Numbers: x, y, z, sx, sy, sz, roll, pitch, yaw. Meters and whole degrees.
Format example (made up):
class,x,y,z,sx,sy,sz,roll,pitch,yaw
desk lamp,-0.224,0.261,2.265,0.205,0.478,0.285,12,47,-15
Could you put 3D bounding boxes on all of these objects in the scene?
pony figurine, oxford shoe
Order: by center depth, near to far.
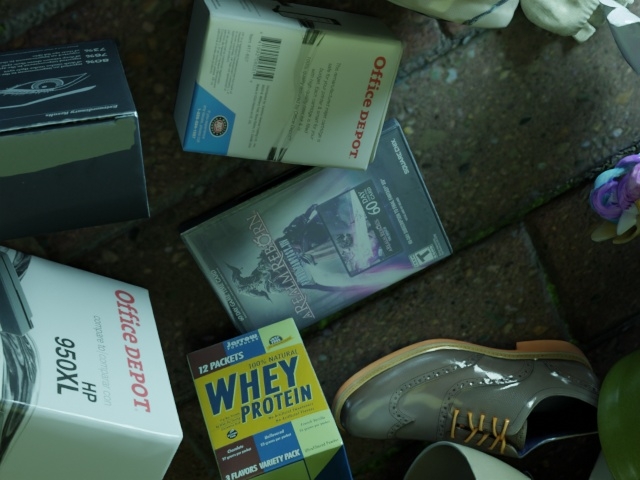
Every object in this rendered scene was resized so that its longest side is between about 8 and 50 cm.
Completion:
class,x,y,z,sx,sy,sz,roll,pitch,yaw
pony figurine,0.460,-0.115,1.157,0.363,0.303,0.351,-21,154,10
oxford shoe,0.197,0.208,1.351,0.364,0.133,0.130,-7,122,-12

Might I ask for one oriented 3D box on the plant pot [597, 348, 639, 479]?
class,x,y,z,sx,sy,sz,roll,pitch,yaw
plant pot,0.520,0.192,1.210,0.366,0.366,0.353,20,147,-25

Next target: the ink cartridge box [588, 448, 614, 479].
class,x,y,z,sx,sy,sz,roll,pitch,yaw
ink cartridge box,0.446,0.357,1.435,0.115,0.273,0.198,5,131,34

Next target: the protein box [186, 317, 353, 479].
class,x,y,z,sx,sy,sz,roll,pitch,yaw
protein box,-0.049,0.243,1.243,0.136,0.201,0.200,-19,132,-6

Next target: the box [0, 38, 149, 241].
class,x,y,z,sx,sy,sz,roll,pitch,yaw
box,-0.251,-0.100,0.996,0.153,0.207,0.108,-9,121,-11

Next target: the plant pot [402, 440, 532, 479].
class,x,y,z,sx,sy,sz,roll,pitch,yaw
plant pot,0.214,0.399,1.280,0.191,0.284,0.284,12,115,-16

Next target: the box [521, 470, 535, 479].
class,x,y,z,sx,sy,sz,roll,pitch,yaw
box,0.208,0.551,1.529,0.343,0.179,0.312,-22,124,-3

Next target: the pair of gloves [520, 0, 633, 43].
class,x,y,z,sx,sy,sz,roll,pitch,yaw
pair of gloves,0.293,-0.334,1.117,0.204,0.042,0.240,34,106,-30

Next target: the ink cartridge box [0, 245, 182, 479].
class,x,y,z,sx,sy,sz,roll,pitch,yaw
ink cartridge box,-0.360,0.129,1.052,0.395,0.285,0.166,19,112,-25

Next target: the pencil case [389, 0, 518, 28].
class,x,y,z,sx,sy,sz,roll,pitch,yaw
pencil case,0.158,-0.389,0.975,0.183,0.160,0.410,26,115,11

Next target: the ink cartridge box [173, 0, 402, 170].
class,x,y,z,sx,sy,sz,roll,pitch,yaw
ink cartridge box,-0.036,-0.163,1.094,0.203,0.086,0.148,5,118,-20

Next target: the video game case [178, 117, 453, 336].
class,x,y,z,sx,sy,sz,roll,pitch,yaw
video game case,0.000,0.000,1.237,0.274,0.026,0.196,-27,123,0
